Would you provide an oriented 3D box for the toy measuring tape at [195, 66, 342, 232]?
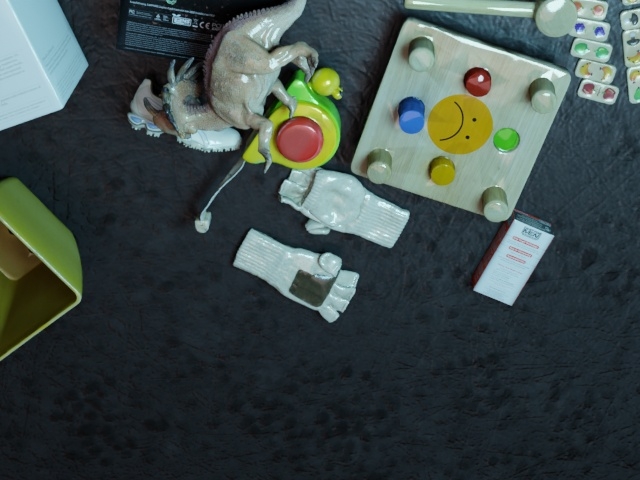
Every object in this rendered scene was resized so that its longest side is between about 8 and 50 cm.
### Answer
[{"bbox_3d":[-0.060,-0.118,1.937,0.121,0.121,0.330,31,116,-14],"label":"toy measuring tape"}]

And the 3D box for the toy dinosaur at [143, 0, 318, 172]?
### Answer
[{"bbox_3d":[-0.119,-0.230,1.775,0.200,0.127,0.295,25,113,-4],"label":"toy dinosaur"}]

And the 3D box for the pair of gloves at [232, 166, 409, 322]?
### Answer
[{"bbox_3d":[0.000,0.000,2.037,0.204,0.042,0.240,31,115,-13],"label":"pair of gloves"}]

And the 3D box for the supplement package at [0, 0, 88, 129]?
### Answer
[{"bbox_3d":[-0.477,-0.316,1.810,0.178,0.175,0.293,-17,116,13],"label":"supplement package"}]

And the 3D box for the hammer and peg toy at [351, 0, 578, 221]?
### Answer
[{"bbox_3d":[0.210,-0.220,1.861,0.266,0.127,0.361,17,118,-4],"label":"hammer and peg toy"}]

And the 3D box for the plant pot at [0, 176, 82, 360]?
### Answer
[{"bbox_3d":[-0.490,0.027,1.990,0.212,0.187,0.212,-35,111,19],"label":"plant pot"}]

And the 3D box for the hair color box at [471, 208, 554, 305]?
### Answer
[{"bbox_3d":[0.300,0.026,2.037,0.072,0.043,0.141,23,118,-10],"label":"hair color box"}]

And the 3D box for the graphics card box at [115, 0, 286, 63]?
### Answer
[{"bbox_3d":[-0.147,-0.425,1.784,0.233,0.094,0.370,8,117,-2],"label":"graphics card box"}]

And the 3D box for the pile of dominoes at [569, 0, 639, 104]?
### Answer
[{"bbox_3d":[0.452,-0.304,1.853,0.196,0.040,0.251,-9,117,7],"label":"pile of dominoes"}]

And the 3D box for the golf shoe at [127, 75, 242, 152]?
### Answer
[{"bbox_3d":[-0.195,-0.187,1.932,0.176,0.069,0.086,16,112,-8],"label":"golf shoe"}]
